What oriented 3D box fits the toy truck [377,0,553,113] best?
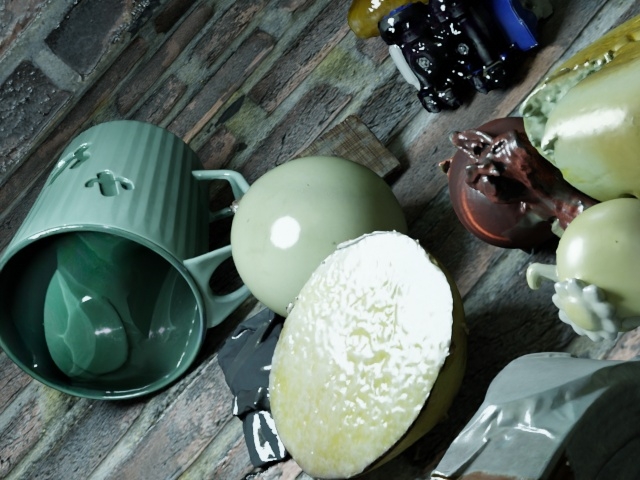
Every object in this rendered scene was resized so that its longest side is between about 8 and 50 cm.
[{"bbox_3d":[0.206,-0.298,1.717,0.213,0.161,0.177,-18,21,43],"label":"toy truck"}]

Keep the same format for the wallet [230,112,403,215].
[{"bbox_3d":[-0.006,-0.075,1.724,0.230,0.042,0.124,-36,66,-9],"label":"wallet"}]

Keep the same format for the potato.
[{"bbox_3d":[0.066,0.129,1.368,0.239,0.116,0.299,46,113,35],"label":"potato"}]

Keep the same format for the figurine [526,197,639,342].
[{"bbox_3d":[0.352,0.001,0.951,0.394,0.275,0.226,0,25,36],"label":"figurine"}]

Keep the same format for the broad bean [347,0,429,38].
[{"bbox_3d":[0.133,-0.425,1.978,0.228,0.122,0.156,-36,33,14],"label":"broad bean"}]

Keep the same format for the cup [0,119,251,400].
[{"bbox_3d":[-0.273,0.027,1.866,0.392,0.400,0.310,-88,14,-56],"label":"cup"}]

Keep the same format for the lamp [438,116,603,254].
[{"bbox_3d":[0.231,-0.049,1.358,0.151,0.215,0.223,-57,4,22],"label":"lamp"}]

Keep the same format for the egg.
[{"bbox_3d":[0.000,0.000,1.540,0.219,0.219,0.269,-52,32,-8],"label":"egg"}]

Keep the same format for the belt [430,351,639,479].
[{"bbox_3d":[0.189,0.239,0.984,0.122,0.217,0.339,-7,40,51],"label":"belt"}]

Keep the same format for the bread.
[{"bbox_3d":[0.349,-0.136,1.130,0.333,0.160,0.333,-32,12,7],"label":"bread"}]

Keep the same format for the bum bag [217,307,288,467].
[{"bbox_3d":[-0.071,0.183,1.571,0.123,0.060,0.248,-41,30,11],"label":"bum bag"}]
